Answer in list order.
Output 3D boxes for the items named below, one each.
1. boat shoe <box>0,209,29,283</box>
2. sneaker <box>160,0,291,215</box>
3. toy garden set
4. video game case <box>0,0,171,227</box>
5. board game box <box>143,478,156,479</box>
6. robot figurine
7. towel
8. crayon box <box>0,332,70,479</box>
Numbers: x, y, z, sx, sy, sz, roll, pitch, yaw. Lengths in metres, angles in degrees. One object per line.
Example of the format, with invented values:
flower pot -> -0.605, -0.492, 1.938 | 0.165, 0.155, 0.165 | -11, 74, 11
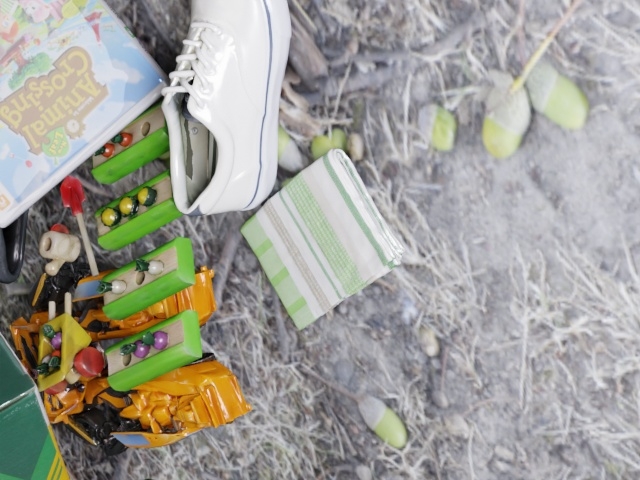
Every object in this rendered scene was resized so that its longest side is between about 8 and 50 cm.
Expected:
boat shoe -> -0.289, -0.101, 1.528 | 0.113, 0.127, 0.340 | 25, 111, 3
sneaker -> -0.085, -0.138, 1.333 | 0.094, 0.091, 0.258 | 16, 117, 38
toy garden set -> -0.202, 0.016, 1.452 | 0.204, 0.049, 0.244 | -26, 63, 40
video game case -> -0.271, -0.148, 1.426 | 0.212, 0.023, 0.193 | -38, 95, 15
board game box -> -0.056, 0.356, 1.548 | 0.317, 0.046, 0.213 | 2, 107, 43
robot figurine -> -0.199, 0.112, 1.549 | 0.291, 0.085, 0.211 | -10, 98, 45
towel -> 0.000, 0.000, 1.368 | 0.152, 0.023, 0.113 | -37, 78, 47
crayon box -> -0.333, 0.179, 1.593 | 0.203, 0.083, 0.323 | 49, 160, 30
